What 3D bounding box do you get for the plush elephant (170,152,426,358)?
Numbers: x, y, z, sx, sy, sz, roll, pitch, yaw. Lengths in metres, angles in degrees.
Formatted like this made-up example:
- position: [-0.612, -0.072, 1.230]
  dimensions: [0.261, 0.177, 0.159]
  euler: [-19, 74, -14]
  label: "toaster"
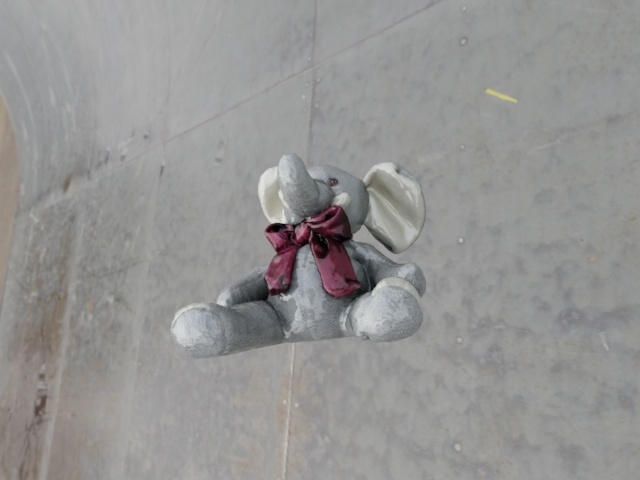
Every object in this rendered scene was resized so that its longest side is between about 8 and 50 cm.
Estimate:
- position: [0.000, 0.000, 0.635]
  dimensions: [0.272, 0.330, 0.255]
  euler: [-9, 82, 18]
  label: "plush elephant"
